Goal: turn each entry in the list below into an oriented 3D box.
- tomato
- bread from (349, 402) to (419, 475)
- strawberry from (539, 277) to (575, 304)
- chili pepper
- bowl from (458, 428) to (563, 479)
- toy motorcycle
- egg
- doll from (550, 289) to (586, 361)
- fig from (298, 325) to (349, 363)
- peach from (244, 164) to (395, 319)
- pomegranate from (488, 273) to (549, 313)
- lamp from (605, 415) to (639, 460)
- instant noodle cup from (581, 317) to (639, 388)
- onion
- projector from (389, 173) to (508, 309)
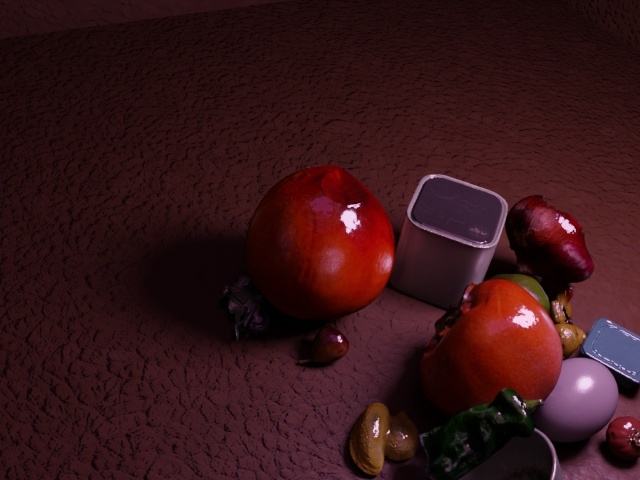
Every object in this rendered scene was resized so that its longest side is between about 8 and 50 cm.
[{"bbox_3d":[0.391,0.268,1.759,0.272,0.341,0.341,39,46,2],"label":"tomato"},{"bbox_3d":[0.146,0.437,1.697,0.149,0.065,0.188,26,42,8],"label":"bread"},{"bbox_3d":[0.643,0.134,2.110,0.106,0.106,0.106,6,43,-6],"label":"strawberry"},{"bbox_3d":[0.335,0.391,1.567,0.099,0.270,0.136,49,16,-14],"label":"chili pepper"},{"bbox_3d":[0.377,0.528,1.547,0.146,0.289,0.289,51,40,-20],"label":"bowl"},{"bbox_3d":[-0.195,0.163,1.912,0.106,0.074,0.190,-15,49,-13],"label":"toy motorcycle"},{"bbox_3d":[0.586,0.374,1.776,0.176,0.176,0.231,38,55,26],"label":"egg"},{"bbox_3d":[0.639,0.220,1.981,0.097,0.137,0.210,-3,43,23],"label":"doll"},{"bbox_3d":[0.006,0.267,1.844,0.125,0.089,0.089,-42,61,-14],"label":"fig"},{"bbox_3d":[0.000,0.000,1.881,0.387,0.388,0.388,6,43,-6],"label":"peach"},{"bbox_3d":[0.517,0.176,1.992,0.225,0.187,0.187,4,36,-46],"label":"pomegranate"},{"bbox_3d":[0.713,0.460,1.776,0.101,0.090,0.101,2,82,-13],"label":"lamp"},{"bbox_3d":[0.766,0.299,1.975,0.179,0.070,0.157,31,47,19],"label":"instant noodle cup"},{"bbox_3d":[0.582,0.020,2.005,0.195,0.272,0.272,-40,55,0],"label":"onion"},{"bbox_3d":[0.343,0.005,2.065,0.248,0.249,0.249,20,43,10],"label":"projector"}]
